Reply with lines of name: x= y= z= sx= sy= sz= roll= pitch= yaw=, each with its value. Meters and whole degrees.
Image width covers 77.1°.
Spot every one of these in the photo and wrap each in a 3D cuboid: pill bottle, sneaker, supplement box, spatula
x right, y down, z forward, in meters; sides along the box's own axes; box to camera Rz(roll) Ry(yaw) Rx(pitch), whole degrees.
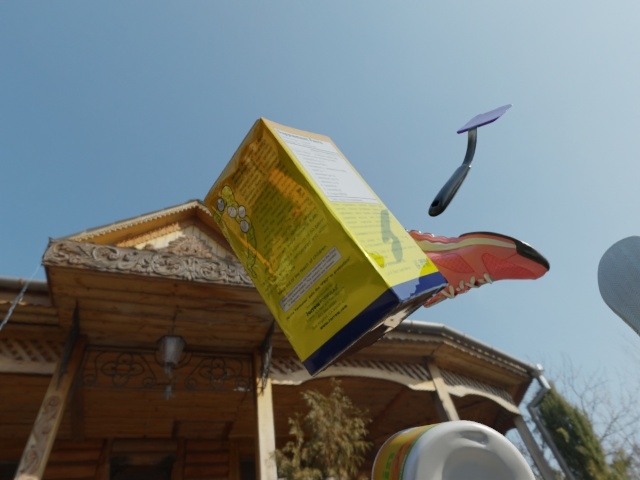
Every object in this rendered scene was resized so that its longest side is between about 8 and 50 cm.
pill bottle: x=0.139 y=0.302 z=0.492 sx=0.137 sy=0.136 sz=0.245 roll=-5 pitch=-27 yaw=-8
sneaker: x=0.527 y=0.125 z=0.578 sx=0.169 sy=0.292 sz=0.108 roll=32 pitch=-53 yaw=-11
supplement box: x=0.000 y=0.000 z=0.670 sx=0.195 sy=0.356 sz=0.194 roll=-47 pitch=-23 yaw=28
spatula: x=0.245 y=-0.143 z=0.670 sx=0.030 sy=0.296 sz=0.084 roll=46 pitch=-31 yaw=-24
sneaker: x=0.236 y=0.063 z=0.729 sx=0.314 sy=0.136 sz=0.116 roll=3 pitch=-19 yaw=34
